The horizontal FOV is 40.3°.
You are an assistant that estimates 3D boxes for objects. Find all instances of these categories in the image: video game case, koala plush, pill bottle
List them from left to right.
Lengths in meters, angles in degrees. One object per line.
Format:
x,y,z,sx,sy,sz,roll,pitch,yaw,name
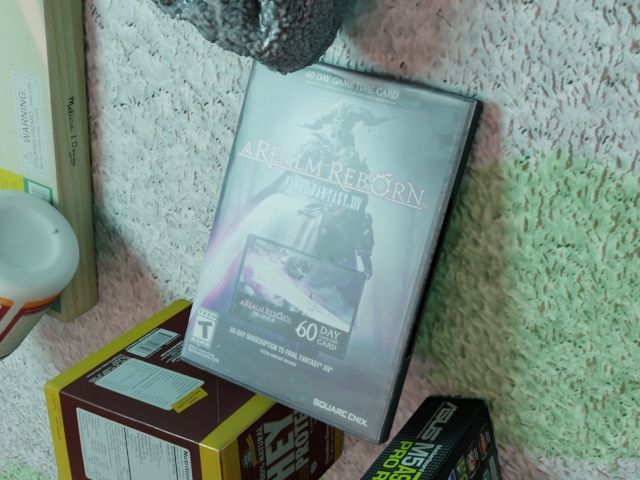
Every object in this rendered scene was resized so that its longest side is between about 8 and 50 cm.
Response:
-0.342,0.055,0.887,0.121,0.121,0.221,50,129,3,pill bottle
-0.003,-0.236,0.561,0.221,0.196,0.203,-25,109,38,koala plush
0.000,0.000,0.701,0.196,0.026,0.274,19,100,25,video game case

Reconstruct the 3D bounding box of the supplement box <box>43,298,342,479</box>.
-0.109,0.168,0.809,0.194,0.191,0.129,13,117,28,supplement box

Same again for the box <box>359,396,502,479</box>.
0.096,0.300,0.723,0.060,0.216,0.270,-2,110,33,box

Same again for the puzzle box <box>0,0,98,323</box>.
-0.360,-0.133,0.918,0.272,0.052,0.409,20,122,24,puzzle box
